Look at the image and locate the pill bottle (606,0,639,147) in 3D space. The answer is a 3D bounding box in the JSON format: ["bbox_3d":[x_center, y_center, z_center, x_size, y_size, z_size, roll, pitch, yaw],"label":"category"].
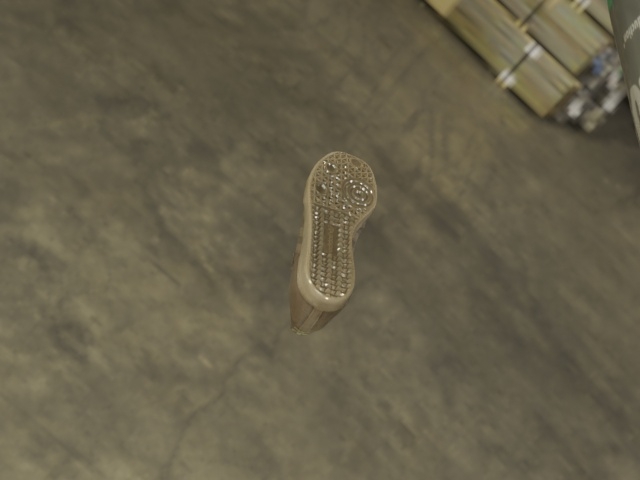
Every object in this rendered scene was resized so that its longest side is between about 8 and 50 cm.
[{"bbox_3d":[0.338,-0.061,0.938,0.204,0.204,0.361,14,61,-48],"label":"pill bottle"}]

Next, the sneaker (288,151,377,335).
[{"bbox_3d":[0.000,0.000,1.142,0.066,0.071,0.188,26,44,-11],"label":"sneaker"}]
